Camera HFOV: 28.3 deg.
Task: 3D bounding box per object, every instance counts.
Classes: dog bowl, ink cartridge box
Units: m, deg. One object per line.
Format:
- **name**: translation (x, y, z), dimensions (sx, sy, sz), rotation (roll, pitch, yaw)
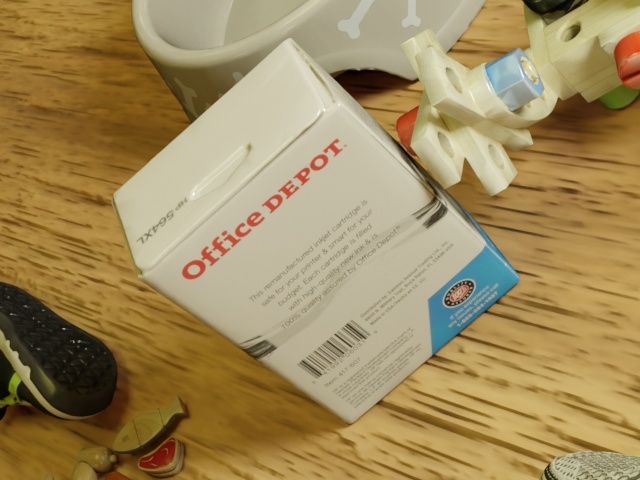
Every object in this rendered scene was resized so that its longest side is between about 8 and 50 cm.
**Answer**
- **dog bowl**: translation (-0.012, -0.241, 1.048), dimensions (0.349, 0.102, 0.348), rotation (-24, 46, 28)
- **ink cartridge box**: translation (0.000, 0.000, 0.762), dimensions (0.148, 0.203, 0.086), rotation (-41, 40, 10)

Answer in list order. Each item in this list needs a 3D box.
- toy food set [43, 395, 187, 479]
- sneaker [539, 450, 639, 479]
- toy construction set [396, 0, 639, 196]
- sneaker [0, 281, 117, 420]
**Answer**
- **toy food set**: translation (-0.142, 0.169, 0.906), dimensions (0.122, 0.019, 0.078), rotation (-28, 43, 12)
- **sneaker**: translation (0.221, 0.082, 0.489), dimensions (0.344, 0.134, 0.146), rotation (-20, 83, 47)
- **toy construction set**: translation (0.203, -0.123, 0.729), dimensions (0.328, 0.151, 0.215), rotation (-18, 46, 18)
- **sneaker**: translation (-0.238, 0.108, 1.016), dimensions (0.235, 0.084, 0.097), rotation (29, 105, 51)
